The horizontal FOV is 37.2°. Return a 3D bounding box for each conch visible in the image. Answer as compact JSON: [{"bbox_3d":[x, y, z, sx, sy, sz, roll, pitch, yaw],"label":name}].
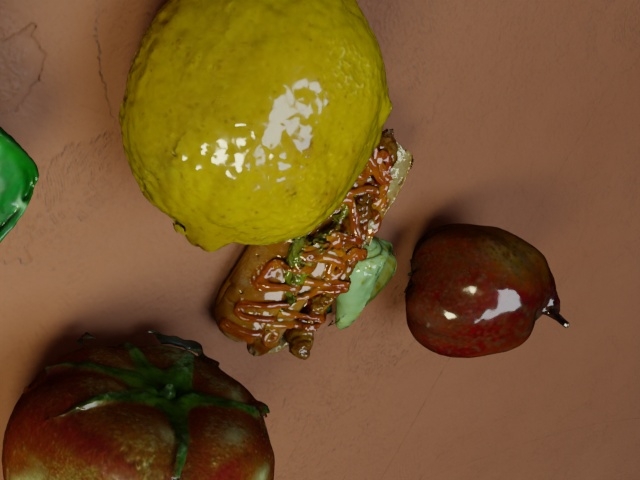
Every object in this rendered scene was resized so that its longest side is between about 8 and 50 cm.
[{"bbox_3d":[0.059,0.056,1.358,0.105,0.079,0.170,-16,140,-30],"label":"conch"}]

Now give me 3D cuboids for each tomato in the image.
[{"bbox_3d":[-0.204,0.257,1.061,0.303,0.303,0.239,2,117,-45],"label":"tomato"}]

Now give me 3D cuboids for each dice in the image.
[{"bbox_3d":[-0.344,-0.061,0.853,0.131,0.120,0.128,-51,137,-11],"label":"dice"}]

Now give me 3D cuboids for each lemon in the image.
[{"bbox_3d":[-0.065,-0.143,0.970,0.268,0.268,0.322,30,90,-49],"label":"lemon"}]

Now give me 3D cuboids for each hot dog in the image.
[{"bbox_3d":[0.000,0.000,1.225,0.158,0.117,0.349,32,91,-48],"label":"hot dog"}]

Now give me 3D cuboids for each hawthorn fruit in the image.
[{"bbox_3d":[0.247,0.083,1.410,0.208,0.248,0.208,15,90,-83],"label":"hawthorn fruit"}]
